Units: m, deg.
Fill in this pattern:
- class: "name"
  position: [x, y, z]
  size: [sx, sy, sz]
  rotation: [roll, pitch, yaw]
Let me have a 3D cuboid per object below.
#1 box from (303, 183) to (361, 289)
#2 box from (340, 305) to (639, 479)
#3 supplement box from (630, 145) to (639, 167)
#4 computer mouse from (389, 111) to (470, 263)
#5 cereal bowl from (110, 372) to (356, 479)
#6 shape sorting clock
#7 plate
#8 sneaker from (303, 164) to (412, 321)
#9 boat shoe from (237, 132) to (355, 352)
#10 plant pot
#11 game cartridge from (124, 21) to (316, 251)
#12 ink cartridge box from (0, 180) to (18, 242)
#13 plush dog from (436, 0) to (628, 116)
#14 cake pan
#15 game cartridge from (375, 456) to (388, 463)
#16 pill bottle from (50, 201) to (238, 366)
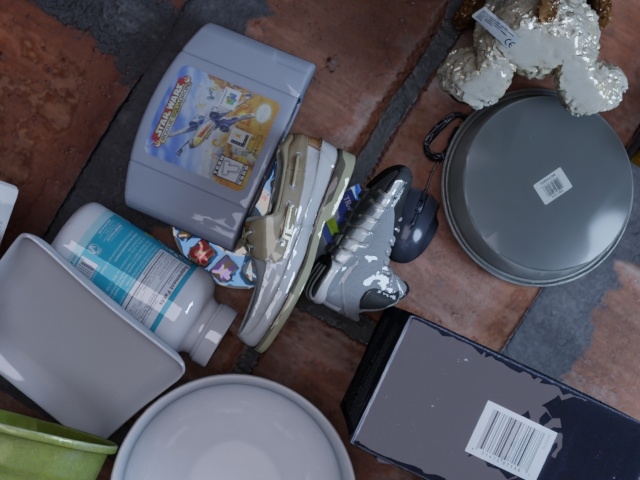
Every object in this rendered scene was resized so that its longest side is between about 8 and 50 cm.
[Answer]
- class: "box"
  position: [0.000, 0.000, 1.544]
  size: [0.178, 0.042, 0.109]
  rotation: [-25, 99, -11]
- class: "box"
  position: [0.217, 0.237, 1.430]
  size: [0.343, 0.312, 0.179]
  rotation: [25, 88, -1]
- class: "supplement box"
  position: [0.594, -0.148, 1.540]
  size: [0.191, 0.129, 0.194]
  rotation: [33, 88, -1]
- class: "computer mouse"
  position: [0.159, -0.079, 1.570]
  size: [0.071, 0.041, 0.242]
  rotation: [23, 88, 0]
- class: "cereal bowl"
  position: [-0.121, 0.351, 1.497]
  size: [0.339, 0.141, 0.339]
  rotation: [0, 87, -5]
- class: "shape sorting clock"
  position: [-0.113, -0.032, 1.561]
  size: [0.206, 0.040, 0.206]
  rotation: [0, 89, -2]
- class: "plate"
  position: [-0.345, 0.136, 1.469]
  size: [0.278, 0.045, 0.277]
  rotation: [42, 130, -9]
- class: "sneaker"
  position: [0.087, 0.014, 1.509]
  size: [0.132, 0.086, 0.229]
  rotation: [34, 95, -19]
- class: "boat shoe"
  position: [-0.057, -0.001, 1.457]
  size: [0.103, 0.113, 0.302]
  rotation: [25, 76, -12]
- class: "plant pot"
  position: [-0.434, 0.356, 1.399]
  size: [0.276, 0.276, 0.254]
  rotation: [15, 80, -1]
- class: "game cartridge"
  position: [-0.154, -0.156, 1.537]
  size: [0.198, 0.062, 0.297]
  rotation: [23, 82, 2]
- class: "ink cartridge box"
  position: [-0.560, 0.019, 1.454]
  size: [0.296, 0.066, 0.261]
  rotation: [14, 85, 35]
- class: "plush dog"
  position: [0.298, -0.311, 1.500]
  size: [0.262, 0.225, 0.211]
  rotation: [3, 127, 4]
- class: "cake pan"
  position: [0.323, -0.079, 1.554]
  size: [0.293, 0.054, 0.293]
  rotation: [0, 88, -8]
- class: "game cartridge"
  position: [0.120, 0.316, 1.552]
  size: [0.083, 0.056, 0.017]
  rotation: [6, 82, -1]
- class: "pill bottle"
  position: [-0.249, 0.070, 1.503]
  size: [0.264, 0.146, 0.146]
  rotation: [32, 88, -1]
